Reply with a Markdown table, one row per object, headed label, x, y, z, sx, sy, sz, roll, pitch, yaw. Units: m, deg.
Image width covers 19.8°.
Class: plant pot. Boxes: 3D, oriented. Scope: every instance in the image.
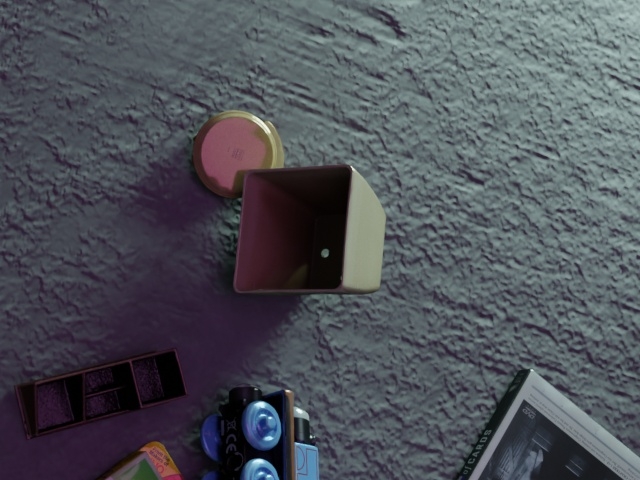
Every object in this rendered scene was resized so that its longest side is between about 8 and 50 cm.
| label | x | y | z | sx | sy | sz | roll | pitch | yaw |
| --- | --- | --- | --- | --- | --- | --- | --- | --- | --- |
| plant pot | 0.000 | 0.000 | 1.584 | 0.096 | 0.109 | 0.109 | 22 | 70 | -57 |

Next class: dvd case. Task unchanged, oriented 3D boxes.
| label | x | y | z | sx | sy | sz | roll | pitch | yaw |
| --- | --- | --- | --- | --- | --- | --- | --- | --- | --- |
| dvd case | 0.196 | 0.266 | 1.685 | 0.179 | 0.029 | 0.238 | 39 | 67 | -15 |

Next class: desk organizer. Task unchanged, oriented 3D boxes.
| label | x | y | z | sx | sy | sz | roll | pitch | yaw |
| --- | --- | --- | --- | --- | --- | --- | --- | --- | --- |
| desk organizer | -0.179 | 0.125 | 1.510 | 0.130 | 0.050 | 0.047 | -13 | 88 | -27 |

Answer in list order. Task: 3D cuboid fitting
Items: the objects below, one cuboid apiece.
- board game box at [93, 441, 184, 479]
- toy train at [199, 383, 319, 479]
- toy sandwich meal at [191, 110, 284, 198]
| label | x | y | z | sx | sy | sz | roll | pitch | yaw |
| --- | --- | --- | --- | --- | --- | --- | --- | --- | --- |
| board game box | -0.198 | 0.281 | 1.488 | 0.259 | 0.039 | 0.124 | -35 | 99 | -29 |
| toy train | -0.045 | 0.214 | 1.541 | 0.105 | 0.080 | 0.184 | 18 | 61 | -42 |
| toy sandwich meal | -0.075 | -0.077 | 1.608 | 0.086 | 0.029 | 0.085 | -1 | 92 | -20 |
